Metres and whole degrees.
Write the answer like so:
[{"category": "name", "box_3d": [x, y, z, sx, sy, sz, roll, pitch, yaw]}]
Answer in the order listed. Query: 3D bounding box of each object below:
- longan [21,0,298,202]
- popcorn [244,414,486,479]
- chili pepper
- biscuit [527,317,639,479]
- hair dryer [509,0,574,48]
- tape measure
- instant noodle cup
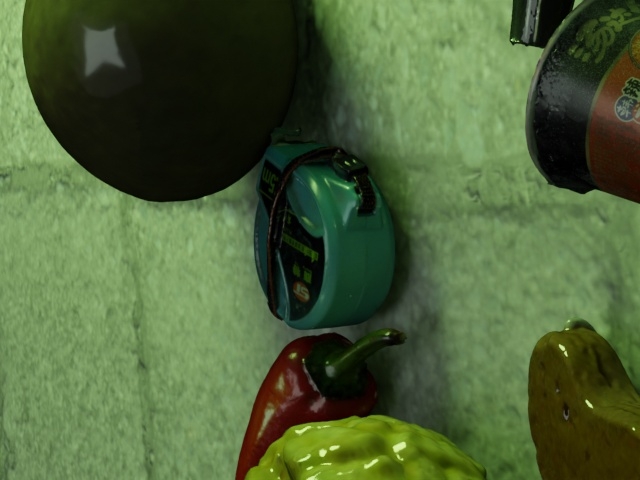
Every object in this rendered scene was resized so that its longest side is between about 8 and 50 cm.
[{"category": "longan", "box_3d": [-0.117, -0.158, 1.440, 0.246, 0.215, 0.246, 21, -90, -89]}, {"category": "popcorn", "box_3d": [0.039, 0.240, 1.272, 0.249, 0.225, 0.249, -178, 90, -85]}, {"category": "chili pepper", "box_3d": [-0.004, 0.198, 1.448, 0.137, 0.092, 0.368, 25, 125, 31]}, {"category": "biscuit", "box_3d": [0.227, 0.204, 1.024, 0.432, 0.064, 0.283, -164, 69, -72]}, {"category": "hair dryer", "box_3d": [0.170, -0.202, 1.066, 0.219, 0.075, 0.195, -158, 75, -68]}, {"category": "tape measure", "box_3d": [0.000, 0.000, 1.394, 0.125, 0.081, 0.146, 36, 125, 52]}, {"category": "instant noodle cup", "box_3d": [0.203, -0.064, 1.051, 0.135, 0.127, 0.127, 31, 121, 41]}]
